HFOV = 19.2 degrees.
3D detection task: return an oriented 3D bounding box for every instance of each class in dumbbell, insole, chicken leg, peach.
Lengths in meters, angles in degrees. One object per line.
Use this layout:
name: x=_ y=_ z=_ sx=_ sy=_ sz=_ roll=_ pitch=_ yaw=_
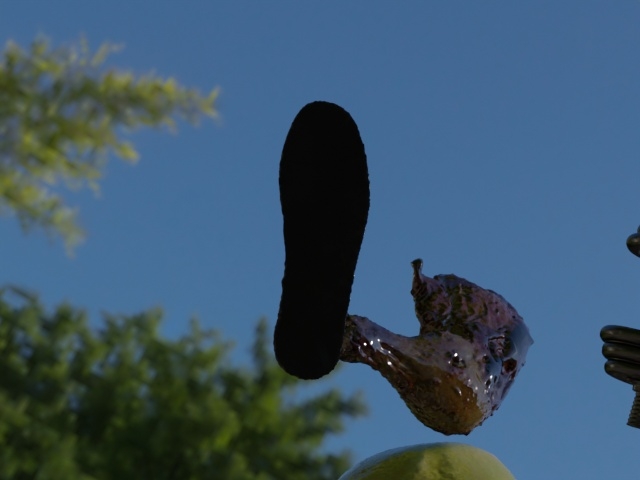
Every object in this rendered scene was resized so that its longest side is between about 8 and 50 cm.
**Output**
dumbbell: x=0.286 y=0.053 z=1.545 sx=0.099 sy=0.208 sz=0.099 roll=17 pitch=-7 yaw=2
insole: x=0.000 y=0.000 z=1.566 sx=0.080 sy=0.232 sz=0.003 roll=5 pitch=-4 yaw=-13
chicken leg: x=0.125 y=0.108 z=1.914 sx=0.083 sy=0.322 sz=0.177 roll=-33 pitch=-90 yaw=32
peach: x=0.131 y=0.414 z=2.451 sx=0.281 sy=0.314 sz=0.315 roll=7 pitch=0 yaw=43
